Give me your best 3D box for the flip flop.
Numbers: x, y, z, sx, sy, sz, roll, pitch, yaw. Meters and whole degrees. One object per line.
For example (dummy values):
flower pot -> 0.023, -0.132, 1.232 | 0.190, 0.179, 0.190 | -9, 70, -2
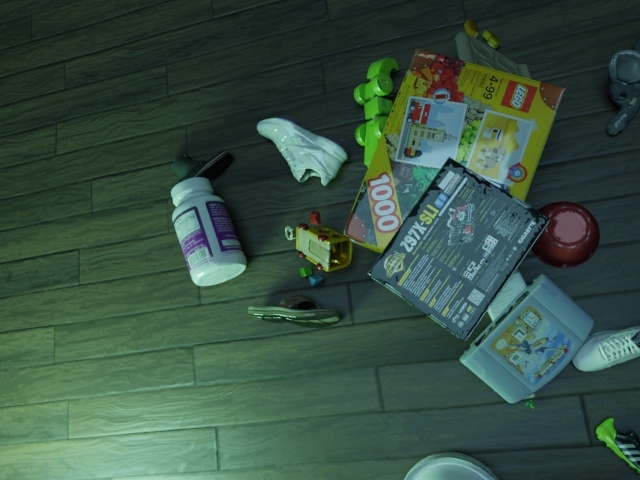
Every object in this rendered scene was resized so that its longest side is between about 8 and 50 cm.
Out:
flip flop -> -0.075, 0.195, 1.577 | 0.277, 0.112, 0.080 | 2, 65, 21

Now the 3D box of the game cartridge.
game cartridge -> 0.517, 0.252, 1.363 | 0.198, 0.062, 0.297 | 41, 98, 0

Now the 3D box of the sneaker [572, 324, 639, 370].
sneaker -> 0.729, 0.254, 1.339 | 0.235, 0.095, 0.090 | -25, 75, 11

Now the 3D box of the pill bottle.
pill bottle -> -0.344, -0.030, 1.655 | 0.169, 0.169, 0.302 | -25, 73, 9

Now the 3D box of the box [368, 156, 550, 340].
box -> 0.301, 0.019, 1.218 | 0.257, 0.079, 0.322 | 34, 90, 16

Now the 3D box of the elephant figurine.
elephant figurine -> 0.816, -0.431, 1.431 | 0.239, 0.169, 0.186 | -29, 43, 24

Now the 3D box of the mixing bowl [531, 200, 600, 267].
mixing bowl -> 0.632, -0.025, 1.420 | 0.181, 0.098, 0.181 | -3, 78, 14

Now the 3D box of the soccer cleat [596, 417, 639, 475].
soccer cleat -> 0.743, 0.499, 1.304 | 0.179, 0.060, 0.072 | 42, 91, 22

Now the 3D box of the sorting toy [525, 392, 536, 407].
sorting toy -> 0.516, 0.391, 1.412 | 0.062, 0.012, 0.083 | -17, 74, 11

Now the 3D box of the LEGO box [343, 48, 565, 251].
LEGO box -> 0.326, -0.167, 1.380 | 0.372, 0.193, 0.500 | 20, 86, 14

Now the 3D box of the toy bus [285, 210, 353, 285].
toy bus -> 0.006, 0.009, 1.581 | 0.104, 0.191, 0.202 | -12, 72, -32

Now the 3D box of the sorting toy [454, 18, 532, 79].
sorting toy -> 0.472, -0.492, 1.521 | 0.229, 0.041, 0.307 | 20, 45, -14

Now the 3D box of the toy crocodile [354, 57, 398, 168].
toy crocodile -> 0.173, -0.374, 1.620 | 0.115, 0.105, 0.341 | -15, 71, 55

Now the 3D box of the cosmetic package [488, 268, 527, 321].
cosmetic package -> 0.459, 0.094, 1.451 | 0.117, 0.085, 0.231 | -26, 75, 8

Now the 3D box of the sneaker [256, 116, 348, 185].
sneaker -> -0.077, -0.269, 1.655 | 0.305, 0.114, 0.152 | 27, 86, 19

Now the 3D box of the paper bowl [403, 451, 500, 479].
paper bowl -> 0.321, 0.674, 1.340 | 0.284, 0.148, 0.284 | -3, 79, 16

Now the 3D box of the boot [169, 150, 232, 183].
boot -> -0.390, -0.250, 1.764 | 0.198, 0.077, 0.137 | -38, 67, 4
